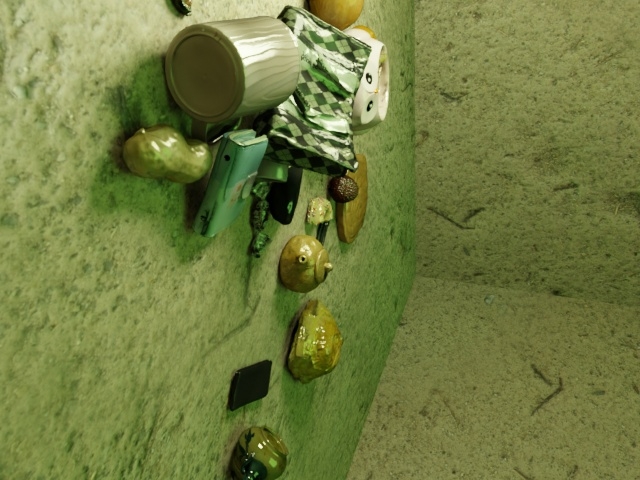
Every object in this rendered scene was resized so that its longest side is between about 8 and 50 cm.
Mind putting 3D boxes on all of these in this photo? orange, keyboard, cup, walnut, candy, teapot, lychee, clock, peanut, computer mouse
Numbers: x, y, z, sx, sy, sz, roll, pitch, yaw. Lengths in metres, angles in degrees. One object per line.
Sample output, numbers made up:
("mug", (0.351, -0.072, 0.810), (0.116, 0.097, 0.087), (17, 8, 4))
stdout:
("orange", (0.157, -0.774, 2.107), (0.159, 0.136, 0.159), (40, 43, -53))
("keyboard", (0.000, 0.000, 2.117), (0.087, 0.017, 0.251), (50, 51, -65))
("cup", (-0.129, -0.241, 1.555), (0.136, 0.099, 0.133), (8, 89, -58))
("walnut", (0.062, -0.838, 1.722), (0.203, 0.203, 0.298), (-36, 142, -63))
("candy", (-0.179, -0.061, 1.563), (0.094, 0.051, 0.227), (-23, 118, -64))
("teapot", (-0.203, 0.677, 1.636), (0.182, 0.173, 0.269), (-46, -177, -2))
("lychee", (0.093, -0.211, 2.153), (0.129, 0.123, 0.123), (1, 97, -34))
("cup", (-0.212, -0.373, 1.210), (0.208, 0.288, 0.273), (55, 31, -6))
("clock", (0.095, -0.542, 1.856), (0.377, 0.250, 0.369), (-60, 150, -60))
("peanut", (-0.307, -0.175, 1.103), (0.117, 0.101, 0.263), (-64, 162, 7))
("teapot", (-0.031, 0.087, 1.845), (0.311, 0.166, 0.204), (30, 68, -69))
("computer mouse", (-0.114, -0.142, 1.654), (0.270, 0.086, 0.138), (-77, 179, -63))

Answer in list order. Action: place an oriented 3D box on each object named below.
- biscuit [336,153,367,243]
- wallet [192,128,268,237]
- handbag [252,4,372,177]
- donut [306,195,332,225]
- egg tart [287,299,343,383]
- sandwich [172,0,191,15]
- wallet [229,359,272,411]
("biscuit", (0.156, -0.189, 2.412), (0.365, 0.062, 0.385), (-46, 139, -60))
("wallet", (-0.218, -0.141, 1.273), (0.251, 0.075, 0.176), (-64, 173, 23))
("handbag", (-0.017, -0.398, 1.490), (0.316, 0.180, 0.416), (17, 71, -28))
("donut", (0.002, -0.114, 2.013), (0.166, 0.065, 0.108), (-9, 105, -69))
("egg tart", (-0.004, 0.396, 2.058), (0.352, 0.152, 0.340), (76, 26, -46))
("sandwich", (-0.294, -0.536, 1.121), (0.069, 0.026, 0.101), (-25, 119, -65))
("wallet", (-0.218, 0.454, 1.667), (0.244, 0.025, 0.124), (12, 85, -71))
